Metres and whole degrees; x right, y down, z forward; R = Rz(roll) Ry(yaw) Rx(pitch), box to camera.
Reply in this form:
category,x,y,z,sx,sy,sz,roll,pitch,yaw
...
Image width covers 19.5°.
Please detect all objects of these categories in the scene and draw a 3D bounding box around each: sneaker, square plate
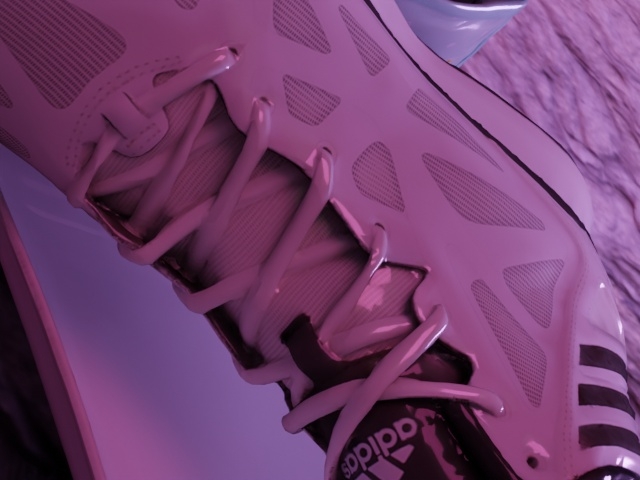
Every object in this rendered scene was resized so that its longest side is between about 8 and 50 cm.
category,x,y,z,sx,sy,sz,roll,pitch,yaw
sneaker,0.001,0.000,0.777,0.447,0.169,0.257,31,28,-37
square plate,-0.001,0.118,0.863,0.344,0.049,0.347,18,38,-46

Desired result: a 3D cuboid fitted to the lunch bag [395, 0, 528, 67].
category,x,y,z,sx,sy,sz,roll,pitch,yaw
lunch bag,-0.052,-0.135,0.945,0.262,0.223,0.160,29,41,-26
